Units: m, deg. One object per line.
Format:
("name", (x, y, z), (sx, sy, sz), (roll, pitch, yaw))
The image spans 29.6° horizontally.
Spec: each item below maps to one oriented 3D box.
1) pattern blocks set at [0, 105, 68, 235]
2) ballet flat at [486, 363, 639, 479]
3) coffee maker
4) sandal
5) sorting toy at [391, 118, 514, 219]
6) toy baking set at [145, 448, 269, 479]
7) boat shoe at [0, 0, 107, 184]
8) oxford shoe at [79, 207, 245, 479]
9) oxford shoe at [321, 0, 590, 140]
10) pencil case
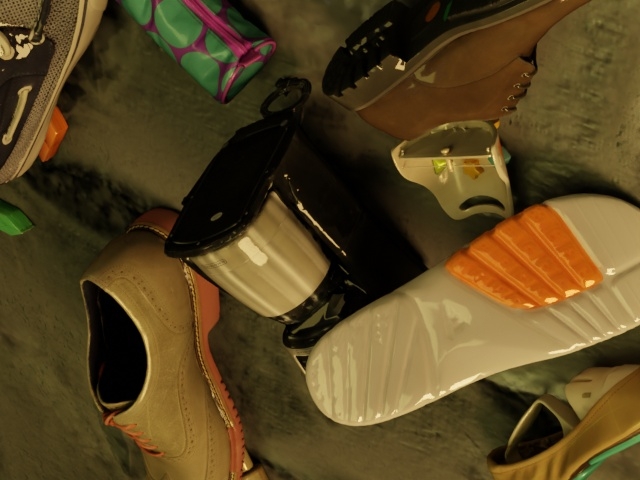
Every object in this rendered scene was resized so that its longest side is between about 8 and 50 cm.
("pattern blocks set", (-0.358, -0.151, 1.159), (0.285, 0.026, 0.325), (14, 128, 32))
("ballet flat", (0.192, 0.136, 0.888), (0.073, 0.080, 0.232), (54, 138, 16))
("coffee maker", (0.000, 0.000, 0.904), (0.178, 0.171, 0.120), (46, 164, -29))
("sandal", (0.113, 0.045, 0.848), (0.265, 0.076, 0.102), (-24, 89, 11))
("sorting toy", (0.104, -0.045, 0.853), (0.083, 0.045, 0.075), (1, 128, 38))
("toy baking set", (-0.096, 0.293, 1.269), (0.197, 0.030, 0.256), (-20, 100, 51))
("boat shoe", (-0.280, -0.144, 0.979), (0.127, 0.158, 0.340), (33, 132, 8))
("oxford shoe", (-0.161, 0.149, 1.124), (0.123, 0.130, 0.348), (10, 120, 34))
("oxford shoe", (0.112, -0.131, 0.769), (0.096, 0.083, 0.227), (37, 139, -26))
("pencil case", (-0.104, -0.174, 0.907), (0.151, 0.064, 0.070), (44, 162, 3))
